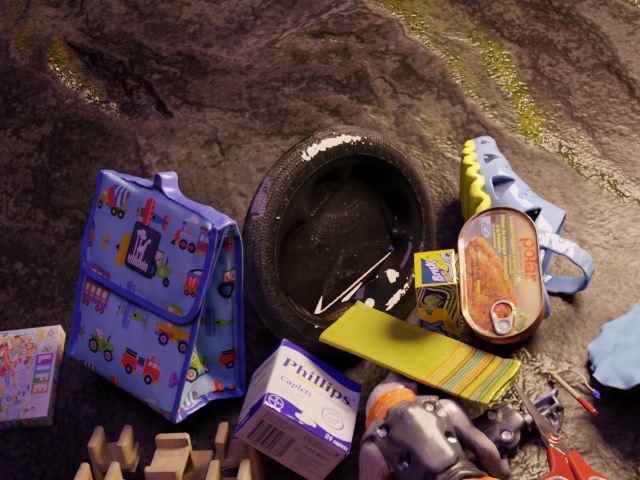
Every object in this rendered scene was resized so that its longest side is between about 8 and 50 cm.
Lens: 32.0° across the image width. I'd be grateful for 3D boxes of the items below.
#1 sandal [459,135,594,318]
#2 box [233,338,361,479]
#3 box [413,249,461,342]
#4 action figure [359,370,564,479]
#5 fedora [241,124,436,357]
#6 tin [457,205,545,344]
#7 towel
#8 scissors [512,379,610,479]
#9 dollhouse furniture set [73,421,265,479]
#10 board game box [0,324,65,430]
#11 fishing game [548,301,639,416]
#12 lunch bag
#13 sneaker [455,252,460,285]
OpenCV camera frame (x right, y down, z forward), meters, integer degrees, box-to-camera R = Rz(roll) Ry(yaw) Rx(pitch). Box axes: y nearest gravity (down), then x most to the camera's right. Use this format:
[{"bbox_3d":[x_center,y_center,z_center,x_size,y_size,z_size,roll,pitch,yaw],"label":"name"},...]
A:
[{"bbox_3d":[0.282,-0.018,1.569,0.138,0.126,0.317,-15,58,-3],"label":"sandal"},{"bbox_3d":[-0.026,0.211,1.394,0.126,0.072,0.137,33,30,-11],"label":"box"},{"bbox_3d":[0.155,0.089,1.461,0.054,0.169,0.059,-5,49,7],"label":"box"},{"bbox_3d":[0.185,0.256,1.305,0.341,0.178,0.330,-32,47,-21],"label":"action figure"},{"bbox_3d":[0.000,0.000,1.546,0.152,0.334,0.334,-1,41,52],"label":"fedora"},{"bbox_3d":[0.234,0.045,1.442,0.106,0.040,0.189,-10,59,20],"label":"tin"},{"bbox_3d":[0.124,0.139,1.394,0.237,0.021,0.102,20,30,25],"label":"towel"},{"bbox_3d":[0.275,0.238,1.252,0.109,0.021,0.297,12,20,-1],"label":"scissors"},{"bbox_3d":[-0.183,0.352,1.354,0.212,0.161,0.242,-3,27,8],"label":"dollhouse furniture set"},{"bbox_3d":[-0.421,0.193,1.576,0.104,0.026,0.154,-7,49,4],"label":"board game box"},{"bbox_3d":[0.424,0.131,1.416,0.264,0.041,0.189,-33,19,-3],"label":"fishing game"},{"bbox_3d":[-0.204,0.049,1.456,0.221,0.293,0.138,24,26,35],"label":"lunch bag"},{"bbox_3d":[0.192,0.049,1.574,0.035,0.031,0.083,6,49,39],"label":"sneaker"}]
